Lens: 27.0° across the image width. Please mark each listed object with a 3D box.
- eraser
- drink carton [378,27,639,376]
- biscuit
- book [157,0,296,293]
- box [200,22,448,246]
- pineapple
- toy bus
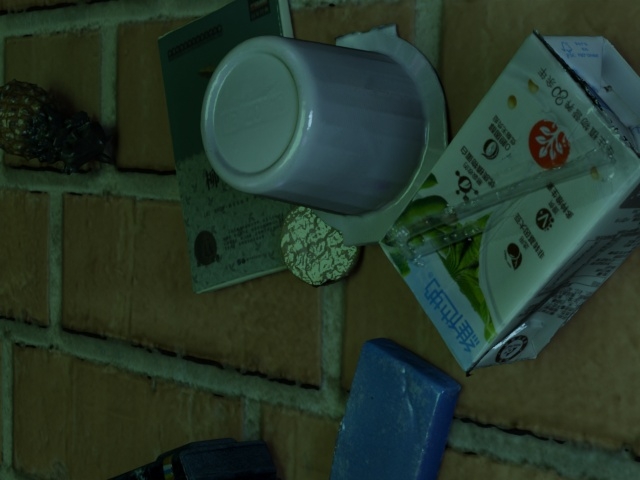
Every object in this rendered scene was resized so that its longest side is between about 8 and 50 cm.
[{"bbox_3d":[0.075,0.286,1.626,0.144,0.042,0.312,30,114,44],"label":"eraser"},{"bbox_3d":[0.224,-0.038,1.380,0.194,0.132,0.324,58,132,28],"label":"drink carton"},{"bbox_3d":[0.000,0.000,1.689,0.120,0.015,0.120,-2,87,27],"label":"biscuit"},{"bbox_3d":[-0.111,-0.134,1.820,0.264,0.031,0.379,-17,79,43],"label":"book"},{"bbox_3d":[-0.001,-0.116,1.551,0.262,0.206,0.291,-55,54,25],"label":"box"},{"bbox_3d":[-0.431,-0.170,2.116,0.248,0.128,0.128,26,111,40],"label":"pineapple"},{"bbox_3d":[-0.195,0.395,1.847,0.323,0.162,0.194,-29,68,47],"label":"toy bus"}]
